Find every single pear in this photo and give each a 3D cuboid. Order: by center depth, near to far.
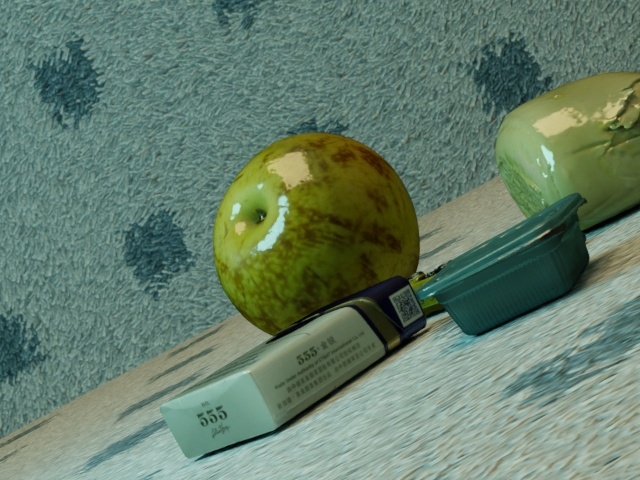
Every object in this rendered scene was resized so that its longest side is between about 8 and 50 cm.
[{"bbox_3d":[0.000,0.000,1.847,0.280,0.281,0.281,-28,2,1],"label":"pear"}]

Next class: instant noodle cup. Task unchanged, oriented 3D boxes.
[{"bbox_3d":[0.185,0.027,1.377,0.157,0.070,0.179,-28,2,22],"label":"instant noodle cup"}]

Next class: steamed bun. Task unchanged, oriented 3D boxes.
[{"bbox_3d":[0.330,-0.117,1.740,0.232,0.166,0.273,-29,2,0],"label":"steamed bun"}]

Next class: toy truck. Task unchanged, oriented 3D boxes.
[{"bbox_3d":[0.122,0.061,1.660,0.083,0.049,0.054,-24,5,46],"label":"toy truck"}]

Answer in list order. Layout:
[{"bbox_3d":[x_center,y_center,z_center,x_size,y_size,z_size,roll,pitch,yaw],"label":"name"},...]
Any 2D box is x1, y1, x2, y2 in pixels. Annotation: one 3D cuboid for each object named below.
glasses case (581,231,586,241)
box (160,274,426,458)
[{"bbox_3d":[0.250,0.010,1.593,0.083,0.023,0.033,-27,1,26],"label":"glasses case"},{"bbox_3d":[-0.024,0.130,1.524,0.168,0.071,0.259,-26,4,46],"label":"box"}]
